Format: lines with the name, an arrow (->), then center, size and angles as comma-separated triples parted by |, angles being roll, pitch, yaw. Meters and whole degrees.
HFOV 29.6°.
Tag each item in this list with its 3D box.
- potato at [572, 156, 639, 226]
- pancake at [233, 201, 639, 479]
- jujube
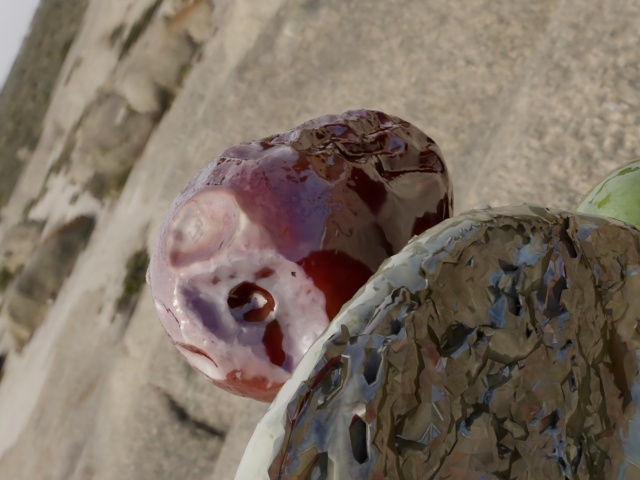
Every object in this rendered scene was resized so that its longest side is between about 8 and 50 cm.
potato -> 0.278, 0.076, 1.017 | 0.304, 0.216, 0.216 | -64, 15, 4
pancake -> 0.104, 0.163, 0.506 | 0.071, 0.382, 0.382 | -14, 52, 48
jujube -> 0.000, 0.000, 0.733 | 0.230, 0.155, 0.155 | -34, -19, -55
